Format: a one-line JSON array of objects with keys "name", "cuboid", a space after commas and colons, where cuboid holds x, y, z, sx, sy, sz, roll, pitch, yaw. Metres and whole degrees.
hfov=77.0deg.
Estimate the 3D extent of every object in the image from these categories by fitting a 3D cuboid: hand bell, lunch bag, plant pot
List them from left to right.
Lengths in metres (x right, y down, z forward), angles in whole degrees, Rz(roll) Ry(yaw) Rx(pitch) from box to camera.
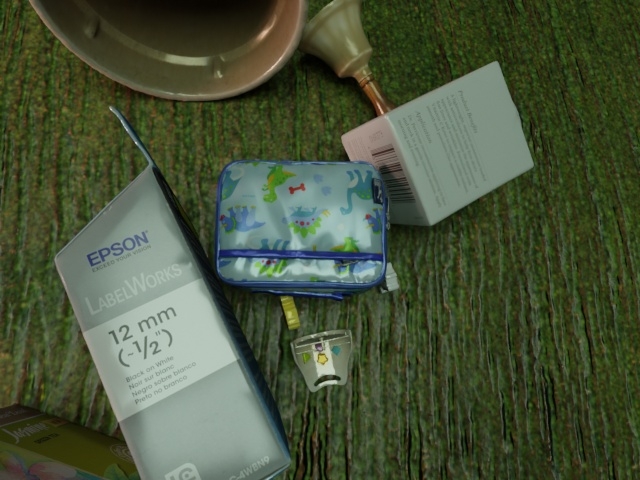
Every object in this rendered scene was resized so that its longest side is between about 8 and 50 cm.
[{"name": "plant pot", "cuboid": [-0.194, -0.428, 0.556, 0.334, 0.333, 0.305, -2, 65, -8]}, {"name": "lunch bag", "cuboid": [-0.023, -0.013, 0.521, 0.219, 0.090, 0.175, 3, 76, -2]}, {"name": "hand bell", "cuboid": [0.081, -0.250, 0.650, 0.126, 0.126, 0.242, -37, 94, -15]}]

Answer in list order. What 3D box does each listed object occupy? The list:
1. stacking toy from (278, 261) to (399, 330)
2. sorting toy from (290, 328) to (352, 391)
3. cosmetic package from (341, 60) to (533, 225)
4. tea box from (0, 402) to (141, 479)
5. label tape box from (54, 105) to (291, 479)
[{"name": "stacking toy", "cuboid": [0.000, 0.000, 0.588, 0.167, 0.052, 0.221, -15, 78, -12]}, {"name": "sorting toy", "cuboid": [0.004, 0.166, 0.552, 0.084, 0.045, 0.075, -9, 84, -11]}, {"name": "cosmetic package", "cuboid": [0.159, -0.128, 0.571, 0.184, 0.151, 0.151, -28, 102, -15]}, {"name": "tea box", "cuboid": [-0.278, 0.376, 0.364, 0.324, 0.220, 0.328, 23, 73, -3]}, {"name": "label tape box", "cuboid": [-0.161, 0.075, 0.442, 0.115, 0.249, 0.347, -27, 81, -14]}]
